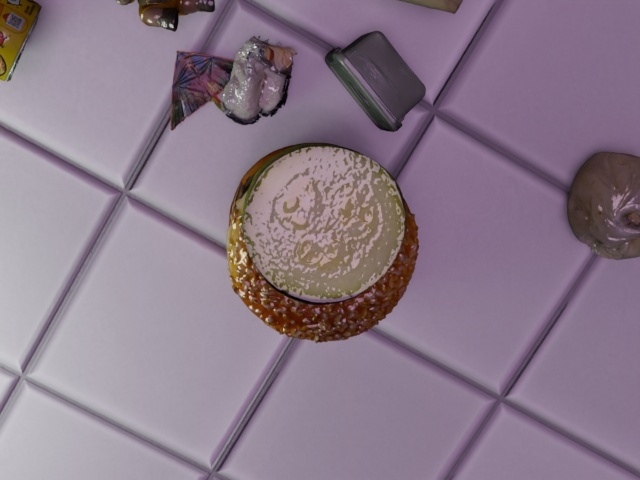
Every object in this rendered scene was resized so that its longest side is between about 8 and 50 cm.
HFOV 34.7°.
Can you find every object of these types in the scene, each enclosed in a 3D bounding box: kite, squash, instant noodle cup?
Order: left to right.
[{"bbox_3d":[-0.544,-0.351,1.664,0.144,0.182,0.182,25,101,-18],"label":"instant noodle cup"},{"bbox_3d":[-0.198,-0.266,1.777,0.190,0.010,0.159,-35,104,6],"label":"kite"},{"bbox_3d":[0.005,-0.024,1.572,0.252,0.049,0.252,-2,103,-6],"label":"squash"}]

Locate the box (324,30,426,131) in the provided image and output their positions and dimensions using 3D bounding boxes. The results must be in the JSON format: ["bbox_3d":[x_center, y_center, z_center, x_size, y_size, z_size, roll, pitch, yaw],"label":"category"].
[{"bbox_3d":[0.098,-0.276,1.737,0.093,0.124,0.172,-41,103,-3],"label":"box"}]

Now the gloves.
[{"bbox_3d":[-0.107,-0.268,1.746,0.114,0.070,0.153,9,110,-40],"label":"gloves"}]

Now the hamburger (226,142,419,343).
[{"bbox_3d":[0.000,0.000,1.727,0.330,0.250,0.329,0,104,-1],"label":"hamburger"}]

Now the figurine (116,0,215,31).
[{"bbox_3d":[-0.278,-0.472,1.649,0.192,0.167,0.256,-16,127,-12],"label":"figurine"}]

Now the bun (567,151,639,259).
[{"bbox_3d":[0.529,-0.055,1.803,0.179,0.128,0.193,20,104,-8],"label":"bun"}]

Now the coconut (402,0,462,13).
[{"bbox_3d":[0.182,-0.472,1.650,0.224,0.224,0.224,-1,104,-2],"label":"coconut"}]
